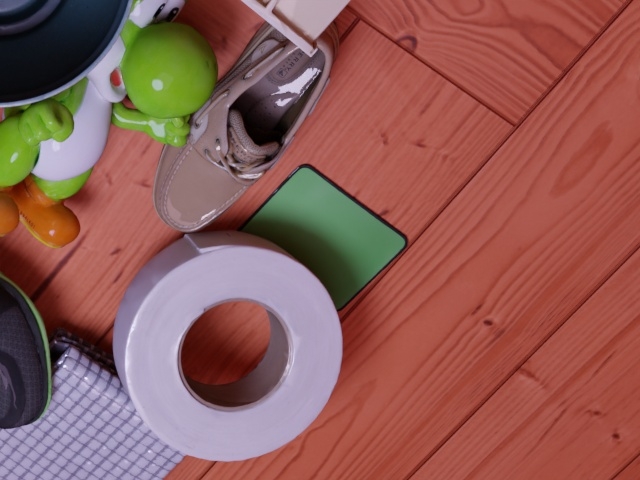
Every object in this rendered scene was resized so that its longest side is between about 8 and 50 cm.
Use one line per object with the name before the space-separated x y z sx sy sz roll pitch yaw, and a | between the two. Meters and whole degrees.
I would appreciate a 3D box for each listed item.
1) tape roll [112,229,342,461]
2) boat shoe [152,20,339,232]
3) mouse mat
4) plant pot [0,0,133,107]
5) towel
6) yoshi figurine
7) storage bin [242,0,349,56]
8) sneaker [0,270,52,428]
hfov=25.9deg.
tape roll | -0.119 0.132 1.773 0.286 0.100 0.286 -4 104 -16
boat shoe | -0.099 -0.131 1.672 0.121 0.110 0.341 28 116 -18
mouse mat | 0.000 0.000 1.818 0.189 0.007 0.152 36 113 -21
plant pot | -0.348 -0.296 1.484 0.293 0.196 0.293 -2 101 -11
towel | -0.335 0.267 1.903 0.235 0.121 0.284 35 115 -19
yoshi figurine | -0.250 -0.140 1.607 0.203 0.203 0.362 33 107 -17
storage bin | -0.075 -0.361 1.444 0.260 0.262 0.123 37 112 -22
sneaker | -0.489 0.065 1.651 0.185 0.202 0.483 -16 124 20
